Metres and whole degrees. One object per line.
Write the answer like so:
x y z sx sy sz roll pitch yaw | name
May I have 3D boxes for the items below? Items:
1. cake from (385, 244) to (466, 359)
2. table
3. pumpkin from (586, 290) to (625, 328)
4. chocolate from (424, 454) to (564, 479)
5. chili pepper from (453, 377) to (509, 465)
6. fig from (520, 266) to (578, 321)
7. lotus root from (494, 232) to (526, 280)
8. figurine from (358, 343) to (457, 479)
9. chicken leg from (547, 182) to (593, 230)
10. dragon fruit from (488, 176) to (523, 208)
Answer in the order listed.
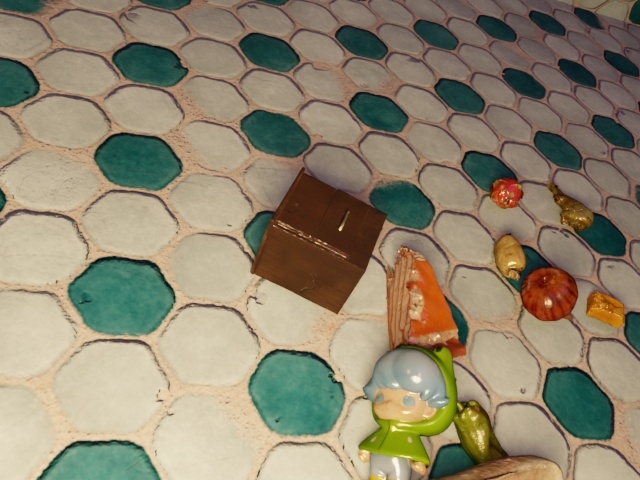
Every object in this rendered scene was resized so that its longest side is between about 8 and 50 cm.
0.182 0.134 1.147 0.135 0.098 0.287 0 54 -24 | cake
0.000 0.000 1.124 0.193 0.172 0.169 27 47 -1 | table
0.676 0.166 1.372 0.083 0.053 0.074 23 34 16 | pumpkin
0.247 0.431 0.906 0.304 0.185 0.100 -2 12 -27 | chocolate
0.283 0.342 1.041 0.072 0.073 0.203 -14 70 -53 | chili pepper
0.520 0.120 1.302 0.150 0.128 0.128 8 44 -54 | fig
0.442 0.041 1.356 0.063 0.072 0.151 22 40 -20 | lotus root
0.140 0.295 0.967 0.143 0.162 0.263 40 56 -34 | figurine
0.673 -0.096 1.582 0.093 0.070 0.178 -2 47 -18 | chicken leg
0.484 -0.125 1.509 0.086 0.081 0.116 32 17 10 | dragon fruit
